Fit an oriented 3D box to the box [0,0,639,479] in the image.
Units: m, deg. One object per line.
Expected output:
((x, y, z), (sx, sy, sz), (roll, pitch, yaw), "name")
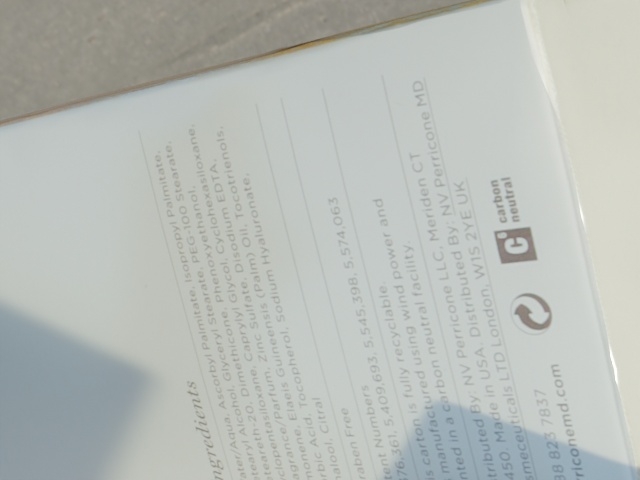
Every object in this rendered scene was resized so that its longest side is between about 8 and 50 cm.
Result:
((0.000, 0.000, 0.507), (0.345, 0.168, 0.215), (-7, 11, 37), "box")
